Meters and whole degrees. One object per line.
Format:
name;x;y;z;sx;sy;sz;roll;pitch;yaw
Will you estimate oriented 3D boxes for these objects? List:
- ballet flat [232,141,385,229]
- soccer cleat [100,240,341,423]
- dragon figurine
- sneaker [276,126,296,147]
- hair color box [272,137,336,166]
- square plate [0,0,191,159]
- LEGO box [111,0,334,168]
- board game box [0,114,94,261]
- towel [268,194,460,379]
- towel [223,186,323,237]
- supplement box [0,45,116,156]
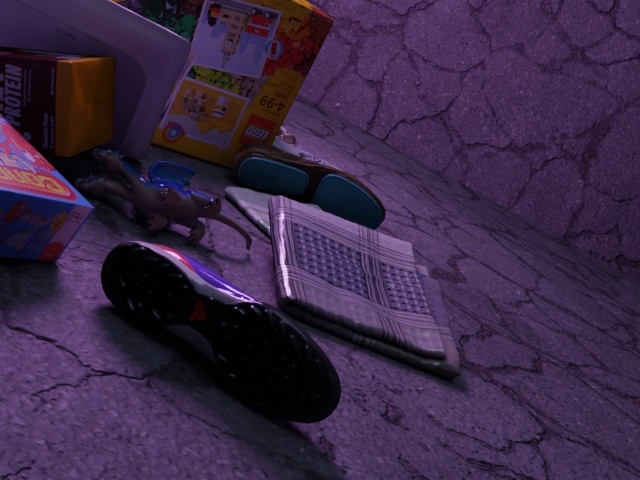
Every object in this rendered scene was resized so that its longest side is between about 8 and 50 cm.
ballet flat;-0.023;-0.123;1.943;0.342;0.116;0.124;17;28;-18
soccer cleat;-0.103;0.096;1.089;0.318;0.109;0.116;30;11;16
dragon figurine;-0.227;-0.066;1.439;0.289;0.085;0.144;13;21;-42
sneaker;-0.087;-0.204;2.154;0.064;0.086;0.192;21;16;-25
hair color box;-0.049;-0.151;2.047;0.167;0.053;0.093;22;43;-17
square plate;-0.412;-0.279;1.513;0.347;0.344;0.049;25;57;-11
LEGO box;-0.282;-0.384;1.851;0.500;0.373;0.193;15;20;-39
board game box;-0.450;-0.112;1.032;0.302;0.086;0.308;42;10;18
towel;0.070;0.063;1.500;0.324;0.056;0.312;24;26;-19
towel;0.000;0.000;1.722;0.247;0.038;0.325;12;22;-45
supplement box;-0.419;-0.205;1.355;0.194;0.129;0.191;6;14;5
